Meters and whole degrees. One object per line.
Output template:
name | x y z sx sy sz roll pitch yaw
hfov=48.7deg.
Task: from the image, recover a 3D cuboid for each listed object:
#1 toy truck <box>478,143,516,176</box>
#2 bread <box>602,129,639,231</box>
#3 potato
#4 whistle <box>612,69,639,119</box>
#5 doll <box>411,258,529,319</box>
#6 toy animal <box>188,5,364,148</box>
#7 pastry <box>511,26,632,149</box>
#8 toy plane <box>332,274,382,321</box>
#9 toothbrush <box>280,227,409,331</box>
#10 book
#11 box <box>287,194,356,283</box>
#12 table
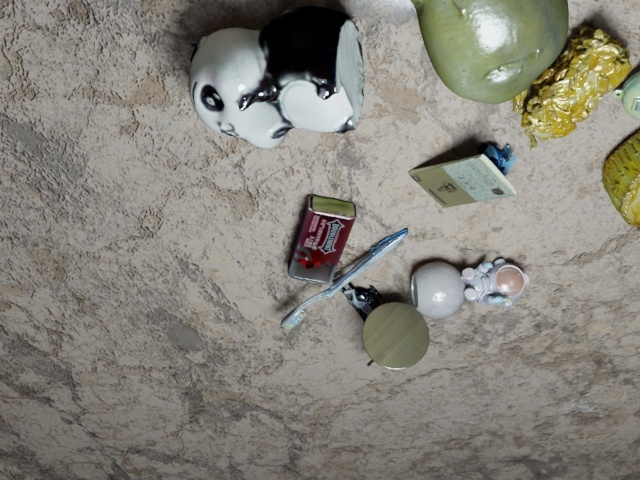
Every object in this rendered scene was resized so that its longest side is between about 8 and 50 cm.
toy truck | 0.365 -0.149 1.543 0.074 0.063 0.136 0 141 -21
bread | 0.740 -0.138 1.497 0.227 0.142 0.253 22 133 -21
potato | 0.289 -0.388 1.198 0.243 0.221 0.326 -10 130 22
whistle | 0.707 -0.284 1.382 0.258 0.067 0.126 1 148 11
doll | 0.372 0.115 1.745 0.287 0.151 0.151 -6 134 -4
toy animal | -0.088 -0.293 1.296 0.310 0.250 0.250 -1 135 16
pastry | 0.473 -0.294 1.367 0.154 0.102 0.250 19 129 -32
toy plane | 0.100 0.145 1.825 0.078 0.053 0.197 -17 136 27
toothbrush | 0.057 0.097 1.746 0.413 0.035 0.042 -40 115 18
book | 0.306 -0.125 1.528 0.138 0.016 0.199 38 151 -30
box | 0.000 0.000 1.675 0.120 0.069 0.224 12 131 -11
table | 0.181 0.266 1.839 0.167 0.167 0.226 2 163 -2
